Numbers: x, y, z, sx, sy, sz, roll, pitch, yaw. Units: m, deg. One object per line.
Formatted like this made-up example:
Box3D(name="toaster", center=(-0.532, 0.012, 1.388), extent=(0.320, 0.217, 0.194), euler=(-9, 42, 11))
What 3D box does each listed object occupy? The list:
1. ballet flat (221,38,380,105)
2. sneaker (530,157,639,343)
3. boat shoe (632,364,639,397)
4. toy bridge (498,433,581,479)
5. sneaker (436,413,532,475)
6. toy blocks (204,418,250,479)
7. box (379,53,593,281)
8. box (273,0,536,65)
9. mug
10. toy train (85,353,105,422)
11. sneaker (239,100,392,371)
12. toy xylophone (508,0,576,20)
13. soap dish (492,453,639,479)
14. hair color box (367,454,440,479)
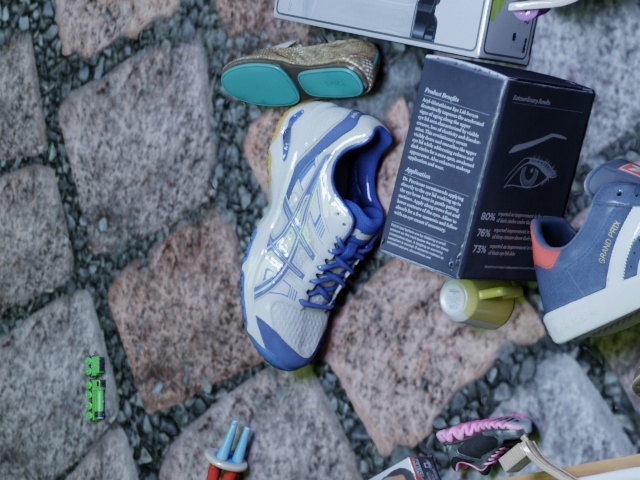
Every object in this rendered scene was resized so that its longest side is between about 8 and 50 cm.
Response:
Box3D(name="ballet flat", center=(-0.016, -0.189, 2.184), extent=(0.206, 0.067, 0.073), euler=(4, 136, 36))
Box3D(name="sneaker", center=(0.331, -0.023, 1.829), extent=(0.350, 0.131, 0.148), euler=(-26, 76, 37))
Box3D(name="boat shoe", center=(0.363, 0.095, 1.852), extent=(0.178, 0.064, 0.060), euler=(-41, 30, 40))
Box3D(name="toy bridge", center=(0.231, 0.258, 1.818), extent=(0.063, 0.026, 0.188), euler=(-43, 61, 28))
Box3D(name="sneaker", center=(0.173, 0.210, 2.018), extent=(0.119, 0.047, 0.057), euler=(-17, 84, 47))
Box3D(name="toy blocks", center=(-0.092, 0.289, 2.232), extent=(0.123, 0.054, 0.148), euler=(30, 107, 38))
Box3D(name="box", center=(0.165, -0.070, 1.961), extent=(0.108, 0.153, 0.207), euler=(21, 101, 40))
Box3D(name="box", center=(0.095, -0.290, 2.071), extent=(0.290, 0.087, 0.169), euler=(18, 100, 40))
Box3D(name="mug", center=(0.159, 0.054, 2.018), extent=(0.078, 0.064, 0.062), euler=(-49, 58, 28))
Box3D(name="toy train", center=(-0.274, 0.181, 2.418), extent=(0.024, 0.017, 0.083), euler=(-4, 86, 30))
Box3D(name="sneaker", center=(0.000, 0.000, 2.127), extent=(0.131, 0.112, 0.296), euler=(11, 96, 40))
Box3D(name="toy xylophone", center=(0.248, -0.362, 1.865), extent=(0.081, 0.236, 0.322), euler=(13, 94, 12))
Box3D(name="soap dish", center=(0.285, 0.353, 1.863), extent=(0.229, 0.118, 0.290), euler=(-17, 77, 39))
Box3D(name="hair color box", center=(0.068, 0.288, 2.101), extent=(0.141, 0.043, 0.072), euler=(-35, 66, 34))
